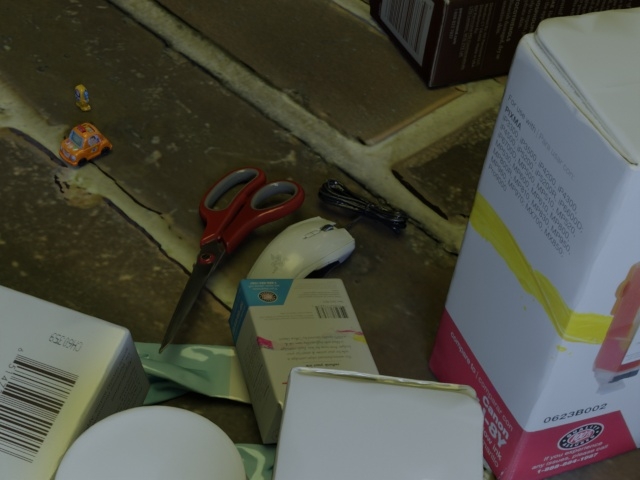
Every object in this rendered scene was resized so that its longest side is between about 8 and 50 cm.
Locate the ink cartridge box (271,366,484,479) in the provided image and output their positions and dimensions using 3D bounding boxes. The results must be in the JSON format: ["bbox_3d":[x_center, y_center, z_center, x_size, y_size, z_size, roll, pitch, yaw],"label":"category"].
[{"bbox_3d":[0.016,0.248,0.622,0.121,0.289,0.211,7,44,0],"label":"ink cartridge box"}]

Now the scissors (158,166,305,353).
[{"bbox_3d":[-0.118,0.011,1.019,0.109,0.021,0.297,14,42,24],"label":"scissors"}]

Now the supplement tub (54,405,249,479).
[{"bbox_3d":[-0.116,0.224,0.694,0.144,0.200,0.144,3,45,-3],"label":"supplement tub"}]

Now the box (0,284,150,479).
[{"bbox_3d":[-0.259,0.142,0.792,0.181,0.119,0.181,17,59,11],"label":"box"}]

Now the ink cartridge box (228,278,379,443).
[{"bbox_3d":[-0.010,0.119,0.885,0.104,0.062,0.181,1,44,-22],"label":"ink cartridge box"}]

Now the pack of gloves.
[{"bbox_3d":[-0.105,0.157,0.874,0.232,0.046,0.195,1,44,-5],"label":"pack of gloves"}]

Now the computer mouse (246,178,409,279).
[{"bbox_3d":[0.000,0.000,1.046,0.106,0.042,0.193,32,50,22],"label":"computer mouse"}]

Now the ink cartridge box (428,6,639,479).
[{"bbox_3d":[0.274,0.010,0.826,0.279,0.385,0.160,-12,47,-18],"label":"ink cartridge box"}]

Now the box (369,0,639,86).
[{"bbox_3d":[0.283,-0.344,1.363,0.381,0.143,0.191,-13,48,-21],"label":"box"}]

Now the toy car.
[{"bbox_3d":[-0.286,-0.139,1.153,0.060,0.040,0.122,-16,49,-22],"label":"toy car"}]
